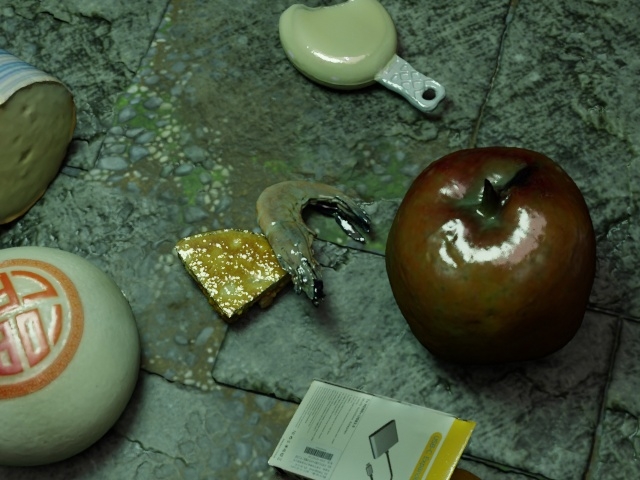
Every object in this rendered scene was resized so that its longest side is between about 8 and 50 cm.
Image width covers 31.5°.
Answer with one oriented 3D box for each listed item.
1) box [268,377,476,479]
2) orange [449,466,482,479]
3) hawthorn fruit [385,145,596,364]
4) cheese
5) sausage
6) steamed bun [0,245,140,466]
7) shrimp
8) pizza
[{"bbox_3d":[0.061,0.248,1.350,0.247,0.033,0.129,10,59,40],"label":"box"},{"bbox_3d":[0.134,0.334,1.334,0.170,0.112,0.160,-28,67,0],"label":"orange"},{"bbox_3d":[0.212,0.013,1.380,0.267,0.301,0.268,-3,66,7],"label":"hawthorn fruit"},{"bbox_3d":[0.054,-0.258,1.643,0.163,0.071,0.249,-28,67,-12],"label":"cheese"},{"bbox_3d":[-0.510,-0.177,1.526,0.287,0.233,0.233,29,68,13],"label":"sausage"},{"bbox_3d":[-0.365,0.131,1.399,0.283,0.177,0.283,0,64,0],"label":"steamed bun"},{"bbox_3d":[0.000,0.000,1.501,0.152,0.046,0.219,-3,46,-19],"label":"shrimp"},{"bbox_3d":[-0.116,0.047,1.506,0.175,0.046,0.134,16,62,5],"label":"pizza"}]
